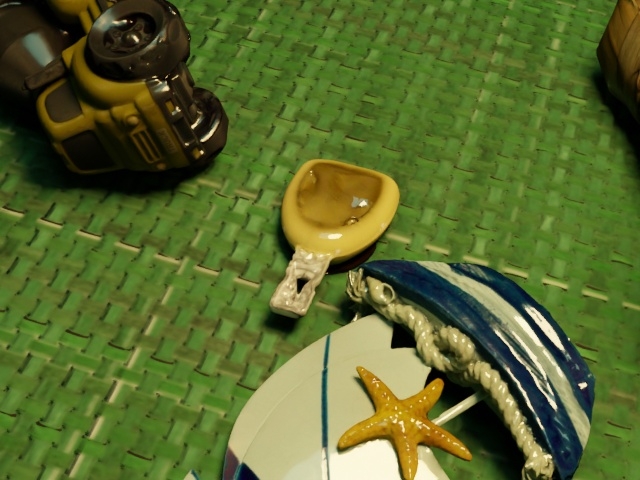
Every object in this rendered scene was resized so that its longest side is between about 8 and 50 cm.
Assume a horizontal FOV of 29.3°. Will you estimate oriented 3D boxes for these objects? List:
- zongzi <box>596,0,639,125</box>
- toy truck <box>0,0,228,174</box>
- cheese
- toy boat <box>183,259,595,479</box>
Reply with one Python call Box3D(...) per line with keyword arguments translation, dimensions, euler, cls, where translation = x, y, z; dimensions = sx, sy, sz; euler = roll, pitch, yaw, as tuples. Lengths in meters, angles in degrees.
Box3D(translation=(0.386, -0.105, 1.017), dimensions=(0.260, 0.123, 0.289), euler=(-2, 45, -10), cls="zongzi")
Box3D(translation=(-0.182, -0.137, 0.960), dimensions=(0.165, 0.147, 0.224), euler=(-27, 54, -1), cls="toy truck")
Box3D(translation=(0.000, 0.000, 0.911), dimensions=(0.086, 0.036, 0.162), euler=(17, 45, 10), cls="cheese")
Box3D(translation=(0.026, 0.123, 0.797), dimensions=(0.291, 0.067, 0.220), euler=(-30, 55, -19), cls="toy boat")
